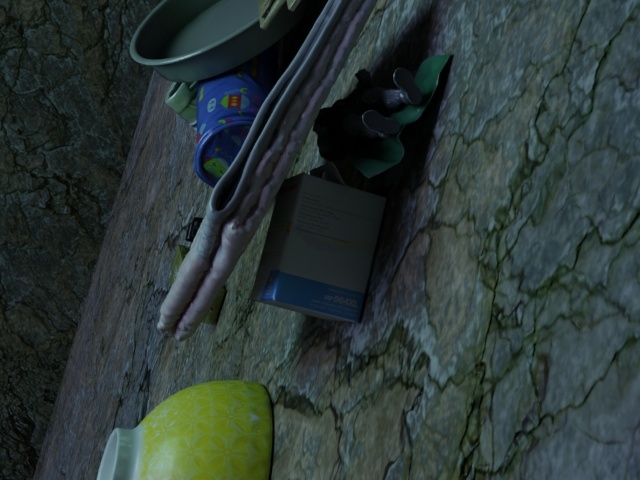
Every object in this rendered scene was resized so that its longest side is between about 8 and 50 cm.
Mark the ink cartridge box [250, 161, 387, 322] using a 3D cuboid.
[{"bbox_3d":[0.000,0.000,1.169,0.092,0.090,0.143,172,113,-73],"label":"ink cartridge box"}]

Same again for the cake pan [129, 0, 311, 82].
[{"bbox_3d":[-0.134,-0.322,1.716,0.293,0.054,0.293,-22,32,15],"label":"cake pan"}]

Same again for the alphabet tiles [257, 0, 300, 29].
[{"bbox_3d":[0.015,-0.437,1.532,0.342,0.011,0.285,-52,24,24],"label":"alphabet tiles"}]

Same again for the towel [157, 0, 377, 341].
[{"bbox_3d":[-0.057,-0.084,1.217,0.332,0.053,0.317,-63,4,-27],"label":"towel"}]

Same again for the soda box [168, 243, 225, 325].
[{"bbox_3d":[-0.189,0.065,1.821,0.181,0.061,0.058,-120,48,-69],"label":"soda box"}]

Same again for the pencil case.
[{"bbox_3d":[-0.108,-0.181,1.664,0.306,0.133,0.119,-98,-15,-56],"label":"pencil case"}]

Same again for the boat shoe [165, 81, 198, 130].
[{"bbox_3d":[-0.145,-0.309,1.869,0.109,0.094,0.302,-14,49,51],"label":"boat shoe"}]

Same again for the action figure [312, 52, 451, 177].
[{"bbox_3d":[0.038,-0.121,1.175,0.137,0.063,0.232,-52,13,-10],"label":"action figure"}]

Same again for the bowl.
[{"bbox_3d":[-0.175,0.289,1.388,0.289,0.156,0.289,-166,90,-74],"label":"bowl"}]

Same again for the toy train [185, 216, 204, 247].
[{"bbox_3d":[-0.217,0.035,1.994,0.027,0.036,0.158,143,139,-66],"label":"toy train"}]
